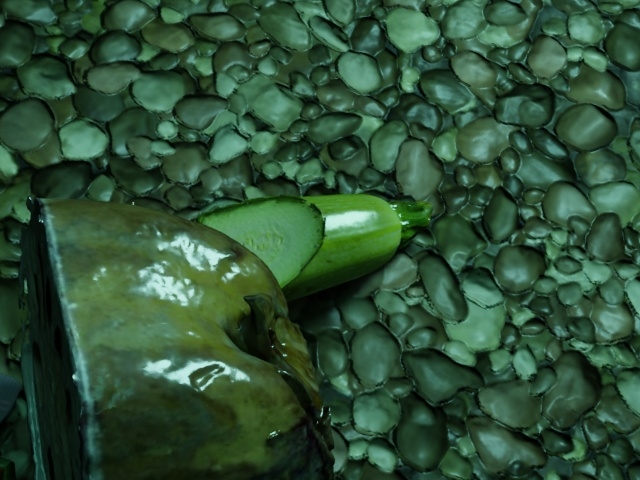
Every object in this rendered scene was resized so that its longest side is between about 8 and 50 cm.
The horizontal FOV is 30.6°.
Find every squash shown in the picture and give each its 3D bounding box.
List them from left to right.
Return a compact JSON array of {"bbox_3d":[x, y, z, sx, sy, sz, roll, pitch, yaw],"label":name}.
[{"bbox_3d":[-0.001,-0.002,0.877,0.200,0.075,0.090,-17,41,-13],"label":"squash"}]

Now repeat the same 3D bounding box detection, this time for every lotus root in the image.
[{"bbox_3d":[-0.091,0.101,0.736,0.192,0.272,0.272,-4,65,-13],"label":"lotus root"}]

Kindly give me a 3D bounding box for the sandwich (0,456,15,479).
[{"bbox_3d":[-0.244,0.202,0.769,0.029,0.067,0.135,10,51,25],"label":"sandwich"}]

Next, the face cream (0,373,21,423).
[{"bbox_3d":[-0.322,0.182,0.769,0.154,0.096,0.274,14,52,6],"label":"face cream"}]
